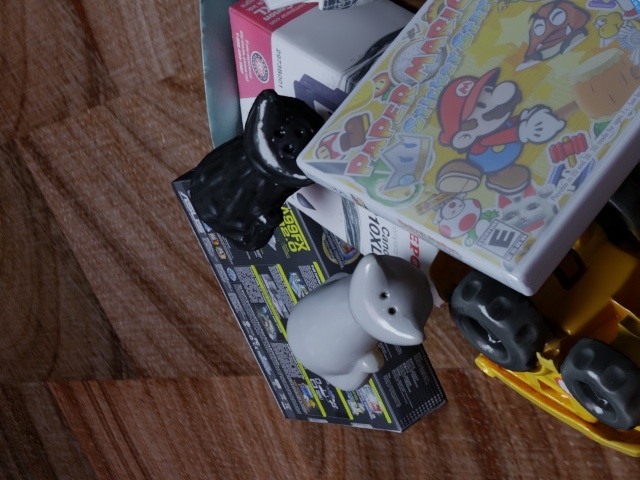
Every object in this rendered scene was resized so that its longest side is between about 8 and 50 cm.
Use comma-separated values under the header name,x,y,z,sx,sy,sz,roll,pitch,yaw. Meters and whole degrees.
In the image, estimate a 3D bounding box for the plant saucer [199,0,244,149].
name,x,y,z,sx,sy,sz,roll,pitch,yaw
plant saucer,-0.074,-0.167,1.432,0.195,0.037,0.195,-4,-90,-88

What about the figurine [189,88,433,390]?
name,x,y,z,sx,sy,sz,roll,pitch,yaw
figurine,0.000,0.000,1.231,0.215,0.092,0.209,56,166,2

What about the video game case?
name,x,y,z,sx,sy,sz,roll,pitch,yaw
video game case,0.122,-0.095,1.073,0.206,0.227,0.026,30,167,42

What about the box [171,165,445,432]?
name,x,y,z,sx,sy,sz,roll,pitch,yaw
box,-0.015,0.045,1.598,0.216,0.060,0.270,-5,113,59

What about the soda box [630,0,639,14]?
name,x,y,z,sx,sy,sz,roll,pitch,yaw
soda box,0.170,-0.243,0.999,0.210,0.071,0.067,57,152,3

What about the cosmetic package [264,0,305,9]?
name,x,y,z,sx,sy,sz,roll,pitch,yaw
cosmetic package,-0.009,-0.351,1.092,0.197,0.155,0.365,1,119,59

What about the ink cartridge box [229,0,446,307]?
name,x,y,z,sx,sy,sz,roll,pitch,yaw
ink cartridge box,0.046,-0.085,1.325,0.237,0.100,0.172,35,145,37

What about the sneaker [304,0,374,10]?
name,x,y,z,sx,sy,sz,roll,pitch,yaw
sneaker,-0.032,-0.240,1.305,0.235,0.095,0.090,32,144,43

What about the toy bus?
name,x,y,z,sx,sy,sz,roll,pitch,yaw
toy bus,0.206,0.078,1.202,0.220,0.149,0.211,32,155,36
